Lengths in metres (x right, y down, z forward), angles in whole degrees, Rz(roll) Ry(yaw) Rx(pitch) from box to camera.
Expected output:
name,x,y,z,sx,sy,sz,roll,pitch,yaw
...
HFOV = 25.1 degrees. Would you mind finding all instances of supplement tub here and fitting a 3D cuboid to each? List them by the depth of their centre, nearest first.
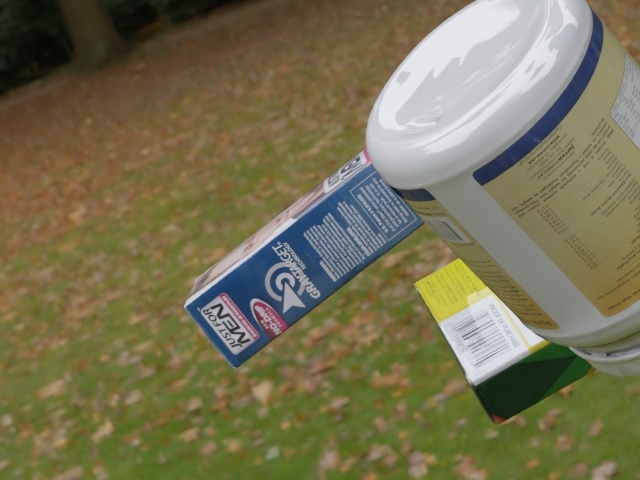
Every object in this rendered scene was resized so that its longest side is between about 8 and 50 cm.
name,x,y,z,sx,sy,sz,roll,pitch,yaw
supplement tub,0.218,-0.048,1.272,0.228,0.316,0.228,-36,27,21

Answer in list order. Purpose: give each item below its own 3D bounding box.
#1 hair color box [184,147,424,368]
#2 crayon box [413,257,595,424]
name,x,y,z,sx,sy,sz,roll,pitch,yaw
hair color box,0.000,0.000,1.793,0.347,0.105,0.174,-38,7,5
crayon box,0.288,0.051,1.638,0.318,0.081,0.202,-30,36,3
